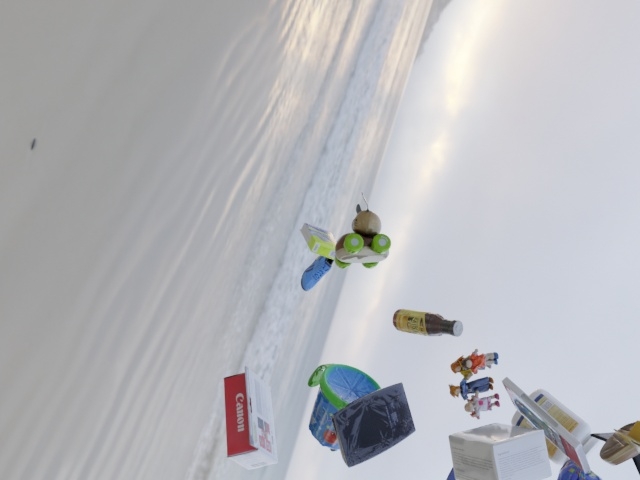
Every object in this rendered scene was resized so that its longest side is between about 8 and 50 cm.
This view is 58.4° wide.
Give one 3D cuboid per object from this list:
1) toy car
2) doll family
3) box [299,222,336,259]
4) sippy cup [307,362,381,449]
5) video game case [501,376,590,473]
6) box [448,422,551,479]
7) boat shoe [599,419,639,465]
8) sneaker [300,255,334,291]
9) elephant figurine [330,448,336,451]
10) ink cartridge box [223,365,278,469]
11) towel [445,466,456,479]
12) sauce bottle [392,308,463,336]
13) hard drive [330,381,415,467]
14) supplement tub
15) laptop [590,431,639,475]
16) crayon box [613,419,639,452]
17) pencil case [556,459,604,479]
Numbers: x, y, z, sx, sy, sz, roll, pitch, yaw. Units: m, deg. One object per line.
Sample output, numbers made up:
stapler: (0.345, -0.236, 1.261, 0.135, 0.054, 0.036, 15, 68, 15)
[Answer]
toy car: (0.111, -0.033, 1.582, 0.155, 0.149, 0.188, 114, -25, -67)
doll family: (0.550, 0.510, 2.088, 0.118, 0.163, 0.263, -155, -122, -74)
box: (0.000, 0.000, 1.914, 0.042, 0.109, 0.178, -62, -156, 17)
sippy cup: (0.072, 0.585, 1.971, 0.305, 0.240, 0.224, -92, -156, -66)
video game case: (0.675, 0.552, 1.720, 0.025, 0.285, 0.204, -40, 131, -5)
box: (0.465, 0.561, 1.496, 0.181, 0.181, 0.119, -23, -107, 63)
boat shoe: (1.064, 0.634, 1.833, 0.341, 0.110, 0.121, -33, 175, 3)
sneaker: (-0.007, 0.125, 2.380, 0.082, 0.069, 0.209, -17, -152, 49)
elephant figurine: (0.094, 0.752, 2.227, 0.239, 0.169, 0.186, -16, 154, -53)
ink cartridge box: (-0.279, 0.671, 2.173, 0.272, 0.130, 0.309, 62, 14, -52)
towel: (0.729, 1.048, 2.458, 0.243, 0.336, 0.040, -47, 149, -38)
sauce bottle: (0.177, 0.138, 0.948, 0.128, 0.042, 0.042, -3, -115, 52)
hard drive: (0.152, 0.532, 1.673, 0.054, 0.254, 0.172, -15, -88, 60)
supplement tub: (1.028, 0.832, 2.507, 0.228, 0.316, 0.228, -29, 140, -27)
laptop: (1.121, 0.768, 1.980, 0.264, 0.234, 0.137, 180, -86, -70)
crayon box: (1.042, 0.643, 1.659, 0.081, 0.318, 0.202, -53, -170, -5)
pencil case: (0.893, 0.800, 1.765, 0.119, 0.306, 0.133, -60, 170, -15)
